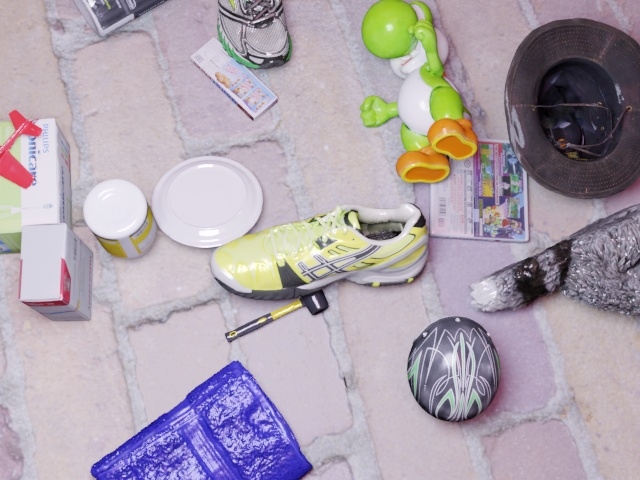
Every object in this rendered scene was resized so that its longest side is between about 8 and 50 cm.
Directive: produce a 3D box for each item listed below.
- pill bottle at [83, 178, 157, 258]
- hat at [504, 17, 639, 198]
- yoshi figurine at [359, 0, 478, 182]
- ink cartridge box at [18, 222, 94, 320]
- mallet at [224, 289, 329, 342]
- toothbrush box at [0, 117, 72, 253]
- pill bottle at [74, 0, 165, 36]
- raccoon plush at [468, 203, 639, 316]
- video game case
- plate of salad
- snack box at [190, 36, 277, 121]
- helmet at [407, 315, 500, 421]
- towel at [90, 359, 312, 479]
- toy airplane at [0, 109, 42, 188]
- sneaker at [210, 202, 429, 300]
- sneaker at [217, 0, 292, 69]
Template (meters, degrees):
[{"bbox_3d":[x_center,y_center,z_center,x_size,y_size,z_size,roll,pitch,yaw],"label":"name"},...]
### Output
[{"bbox_3d":[-0.334,-0.028,1.403,0.103,0.184,0.103,1,73,-3],"label":"pill bottle"},{"bbox_3d":[0.464,-0.237,1.539,0.331,0.134,0.331,0,88,-9],"label":"hat"},{"bbox_3d":[0.159,-0.300,1.511,0.203,0.203,0.362,-12,63,8],"label":"yoshi figurine"},{"bbox_3d":[-0.437,0.058,1.377,0.072,0.175,0.127,-3,73,-2],"label":"ink cartridge box"},{"bbox_3d":[-0.082,0.122,1.455,0.189,0.039,0.062,-18,75,-4],"label":"mallet"},{"bbox_3d":[-0.588,-0.087,1.437,0.283,0.122,0.206,-6,73,-5],"label":"toothbrush box"},{"bbox_3d":[-0.347,-0.503,1.571,0.245,0.130,0.130,-34,78,-12],"label":"pill bottle"},{"bbox_3d":[0.524,0.120,1.458,0.446,0.216,0.299,-25,90,19],"label":"raccoon plush"},{"bbox_3d":[0.296,-0.098,1.548,0.183,0.023,0.201,4,72,-2],"label":"video game case"},{"bbox_3d":[-0.203,-0.068,1.492,0.199,0.048,0.200,1,58,-2],"label":"plate of salad"},{"bbox_3d":[-0.166,-0.309,1.581,0.064,0.022,0.178,-43,80,-15],"label":"snack box"},{"bbox_3d":[0.222,0.215,1.377,0.169,0.161,0.169,1,73,-3],"label":"helmet"},{"bbox_3d":[-0.194,0.369,1.351,0.308,0.076,0.228,-35,78,-13],"label":"towel"},{"bbox_3d":[-0.525,-0.156,1.386,0.151,0.028,0.151,1,71,-3],"label":"toy airplane"},{"bbox_3d":[0.000,0.000,1.417,0.384,0.147,0.145,-9,50,-11],"label":"sneaker"},{"bbox_3d":[-0.142,-0.480,1.563,0.134,0.146,0.344,-16,76,-16],"label":"sneaker"}]
